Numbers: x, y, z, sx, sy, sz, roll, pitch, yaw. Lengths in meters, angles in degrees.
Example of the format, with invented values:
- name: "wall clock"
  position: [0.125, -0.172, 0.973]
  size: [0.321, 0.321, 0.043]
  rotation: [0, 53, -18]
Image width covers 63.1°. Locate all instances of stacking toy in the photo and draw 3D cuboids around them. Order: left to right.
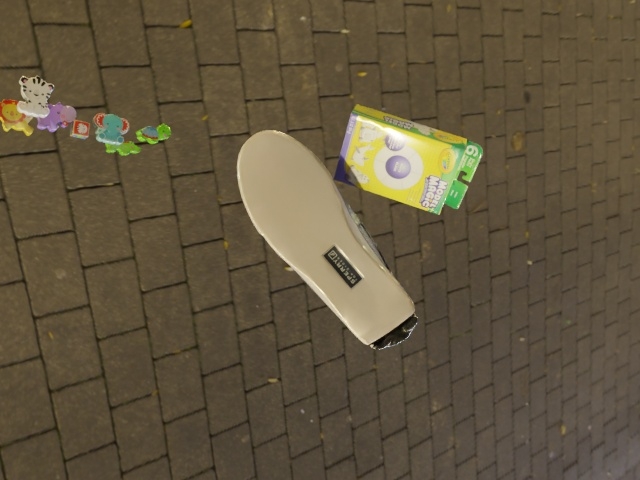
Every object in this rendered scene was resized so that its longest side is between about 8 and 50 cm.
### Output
- name: "stacking toy"
  position: [-0.361, -0.182, 0.799]
  size: [0.221, 0.167, 0.052]
  rotation: [9, 85, -37]

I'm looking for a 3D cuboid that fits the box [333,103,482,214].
- name: "box"
  position: [0.116, -0.104, 0.703]
  size: [0.043, 0.179, 0.105]
  rotation: [-66, 172, -54]

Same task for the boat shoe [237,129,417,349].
- name: "boat shoe"
  position: [0.000, 0.000, 0.759]
  size: [0.127, 0.158, 0.341]
  rotation: [-34, 96, -2]
